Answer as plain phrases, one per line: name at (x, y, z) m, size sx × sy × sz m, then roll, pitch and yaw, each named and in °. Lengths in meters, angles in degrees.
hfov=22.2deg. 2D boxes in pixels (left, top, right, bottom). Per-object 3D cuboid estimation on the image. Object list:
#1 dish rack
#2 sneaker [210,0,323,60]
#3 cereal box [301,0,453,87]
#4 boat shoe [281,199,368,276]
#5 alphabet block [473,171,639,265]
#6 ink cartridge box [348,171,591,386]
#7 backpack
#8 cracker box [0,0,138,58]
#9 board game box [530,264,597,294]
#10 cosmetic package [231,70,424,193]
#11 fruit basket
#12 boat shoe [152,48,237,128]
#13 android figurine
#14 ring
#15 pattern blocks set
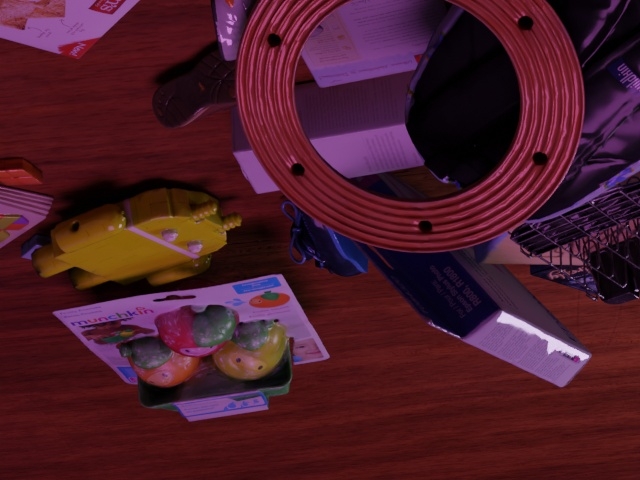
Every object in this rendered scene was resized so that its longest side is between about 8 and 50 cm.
dish rack at (0.344, -0.013, 1.820) m, size 0.208 × 0.074 × 0.271 m, roll -24°, pitch 147°, yaw 31°
sneaker at (-0.052, -0.285, 1.544) m, size 0.121 × 0.099 × 0.262 m, roll -9°, pitch 145°, yaw -3°
cereal box at (0.047, -0.248, 1.718) m, size 0.173 × 0.047 × 0.240 m, roll -9°, pitch 155°, yaw 12°
boat shoe at (0.000, 0.000, 2.174) m, size 0.089 × 0.109 × 0.258 m, roll -5°, pitch 154°, yaw 12°
alphabet block at (0.293, -0.090, 1.946) m, size 0.197 × 0.192 × 0.193 m, roll 2°, pitch 156°, yaw -13°
ink cartridge box at (0.150, 0.024, 2.025) m, size 0.071 × 0.324 × 0.330 m, roll -49°, pitch 142°, yaw 10°
backpack at (0.249, -0.178, 1.636) m, size 0.290 × 0.273 × 0.355 m, roll 37°, pitch 115°, yaw -6°
cracker box at (-0.301, -0.264, 1.589) m, size 0.232 × 0.067 × 0.156 m, roll 12°, pitch 150°, yaw -34°
board game box at (0.445, 0.023, 2.341) m, size 0.165 × 0.042 × 0.243 m, roll 16°, pitch 157°, yaw -38°
cosmetic package at (0.018, -0.131, 1.925) m, size 0.231 × 0.085 × 0.117 m, roll -8°, pitch 155°, yaw 8°
fruit basket at (-0.175, 0.147, 2.355) m, size 0.327 × 0.165 × 0.353 m, roll -9°, pitch 162°, yaw 7°
boat shoe at (-0.108, -0.179, 1.832) m, size 0.178 × 0.064 × 0.060 m, roll -22°, pitch -179°, yaw 34°
android figurine at (-0.237, 0.001, 2.159) m, size 0.273 × 0.056 × 0.248 m, roll -18°, pitch 158°, yaw 21°
ring at (0.083, -0.139, 1.559) m, size 0.337 × 0.032 × 0.336 m, roll 6°, pitch 121°, yaw 10°
pattern blocks set at (-0.454, -0.034, 2.095) m, size 0.325 × 0.026 × 0.285 m, roll 7°, pitch 152°, yaw -27°
